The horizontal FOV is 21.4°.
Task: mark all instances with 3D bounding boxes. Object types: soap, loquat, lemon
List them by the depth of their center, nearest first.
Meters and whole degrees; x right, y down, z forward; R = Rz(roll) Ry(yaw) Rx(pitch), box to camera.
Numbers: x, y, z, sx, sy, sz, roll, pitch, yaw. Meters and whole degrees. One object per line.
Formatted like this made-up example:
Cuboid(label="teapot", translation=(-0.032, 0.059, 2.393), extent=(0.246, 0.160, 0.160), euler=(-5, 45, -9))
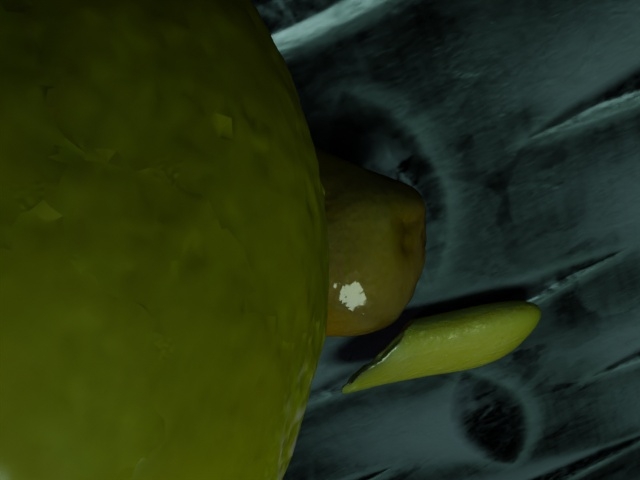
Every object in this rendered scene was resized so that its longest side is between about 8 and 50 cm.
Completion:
Cuboid(label="lemon", translation=(-0.156, 0.020, 0.636), extent=(0.348, 0.348, 0.348), euler=(-19, 153, -10))
Cuboid(label="loquat", translation=(0.000, 0.000, 0.981), extent=(0.137, 0.113, 0.137), euler=(-3, 178, 0))
Cuboid(label="soap", translation=(0.091, 0.078, 1.280), extent=(0.169, 0.033, 0.089), euler=(-8, 147, -30))
